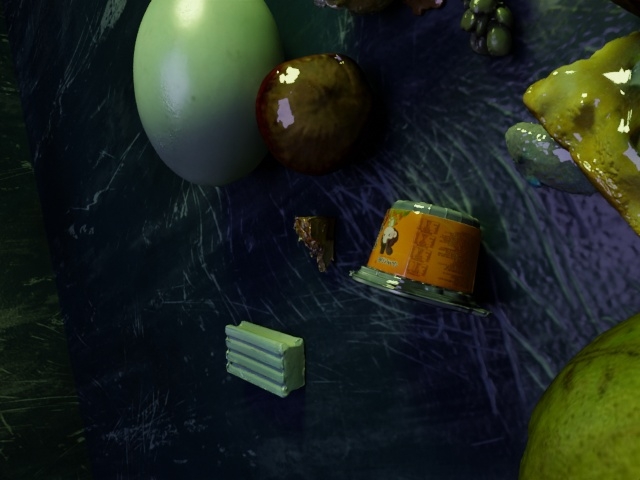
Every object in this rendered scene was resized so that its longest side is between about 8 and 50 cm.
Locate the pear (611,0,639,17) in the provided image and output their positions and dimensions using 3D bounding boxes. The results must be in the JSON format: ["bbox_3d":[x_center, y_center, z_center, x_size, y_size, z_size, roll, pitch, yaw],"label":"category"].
[{"bbox_3d":[0.331,-0.302,0.359,0.284,0.284,0.283,5,98,45],"label":"pear"}]

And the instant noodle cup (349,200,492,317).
[{"bbox_3d":[0.144,0.017,0.646,0.208,0.178,0.125,15,91,24],"label":"instant noodle cup"}]

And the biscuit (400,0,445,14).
[{"bbox_3d":[0.157,-0.381,0.689,0.082,0.016,0.092,37,120,38],"label":"biscuit"}]

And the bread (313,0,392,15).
[{"bbox_3d":[0.057,-0.430,0.653,0.246,0.196,0.176,-48,48,40],"label":"bread"}]

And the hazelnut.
[{"bbox_3d":[-0.014,-0.204,0.774,0.208,0.208,0.208,5,98,45],"label":"hazelnut"}]

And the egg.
[{"bbox_3d":[-0.201,-0.294,0.872,0.276,0.276,0.388,15,105,43],"label":"egg"}]

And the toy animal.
[{"bbox_3d":[0.323,-0.060,0.530,0.253,0.070,0.079,43,158,20],"label":"toy animal"}]

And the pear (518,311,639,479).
[{"bbox_3d":[0.347,0.189,0.332,0.414,0.352,0.351,-21,79,40],"label":"pear"}]

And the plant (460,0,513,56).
[{"bbox_3d":[0.212,-0.320,0.600,0.085,0.087,0.174,-156,61,-79],"label":"plant"}]

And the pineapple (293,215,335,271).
[{"bbox_3d":[0.000,0.000,0.862,0.114,0.077,0.114,174,78,-79],"label":"pineapple"}]

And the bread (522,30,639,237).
[{"bbox_3d":[0.331,-0.109,0.454,0.161,0.088,0.233,-32,72,8],"label":"bread"}]

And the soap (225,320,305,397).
[{"bbox_3d":[-0.121,0.246,0.995,0.199,0.063,0.114,7,101,45],"label":"soap"}]
